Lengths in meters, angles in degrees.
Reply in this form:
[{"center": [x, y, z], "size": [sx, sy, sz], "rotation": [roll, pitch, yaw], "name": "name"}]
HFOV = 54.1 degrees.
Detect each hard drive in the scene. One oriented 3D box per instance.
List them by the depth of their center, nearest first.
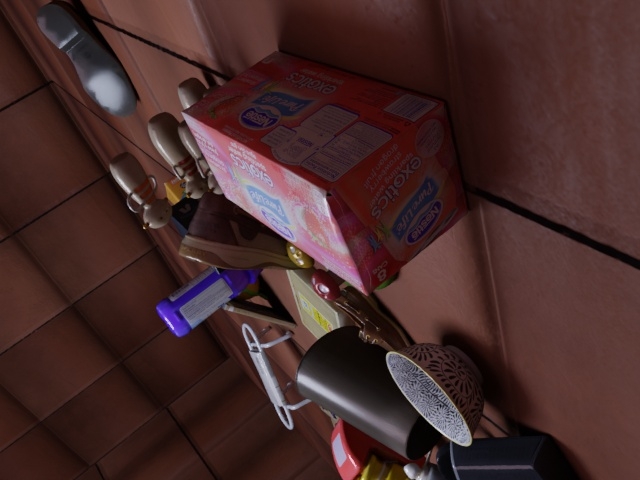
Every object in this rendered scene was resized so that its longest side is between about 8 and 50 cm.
[{"center": [0.303, 0.392, 0.901], "size": [0.172, 0.054, 0.254], "rotation": [-19, 109, 42], "name": "hard drive"}]

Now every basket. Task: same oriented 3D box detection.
[{"center": [0.103, 0.269, 1.105], "size": [0.227, 0.204, 0.154], "rotation": [27, 107, 40], "name": "basket"}]

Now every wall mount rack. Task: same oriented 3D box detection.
[{"center": [-0.131, 0.393, 1.944], "size": [0.350, 0.130, 0.304], "rotation": [68, 158, -3], "name": "wall mount rack"}]

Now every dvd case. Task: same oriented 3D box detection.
[{"center": [-0.194, 0.186, 1.725], "size": [0.221, 0.018, 0.164], "rotation": [20, -179, -31], "name": "dvd case"}]

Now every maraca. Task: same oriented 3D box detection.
[{"center": [-0.214, 0.117, 1.728], "size": [0.127, 0.099, 0.186], "rotation": [42, -174, 37], "name": "maraca"}]

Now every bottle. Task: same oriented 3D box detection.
[{"center": [-0.229, 0.099, 1.407], "size": [0.092, 0.283, 0.118], "rotation": [55, 162, -6], "name": "bottle"}]

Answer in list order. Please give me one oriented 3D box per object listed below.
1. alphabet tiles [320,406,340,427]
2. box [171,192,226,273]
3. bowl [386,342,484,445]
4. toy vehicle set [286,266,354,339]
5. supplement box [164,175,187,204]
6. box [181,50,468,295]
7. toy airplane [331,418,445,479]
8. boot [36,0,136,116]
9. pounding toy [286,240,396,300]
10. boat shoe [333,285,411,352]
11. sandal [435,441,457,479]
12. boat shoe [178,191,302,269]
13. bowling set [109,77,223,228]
[{"center": [0.062, 0.461, 1.728], "size": [0.342, 0.011, 0.285], "rotation": [18, 130, 60], "name": "alphabet tiles"}, {"center": [-0.198, -0.042, 1.269], "size": [0.158, 0.156, 0.093], "rotation": [38, 159, 39], "name": "box"}, {"center": [0.181, 0.205, 0.911], "size": [0.170, 0.080, 0.170], "rotation": [45, 161, 20], "name": "bowl"}, {"center": [0.007, 0.156, 1.332], "size": [0.166, 0.035, 0.267], "rotation": [42, 160, 30], "name": "toy vehicle set"}, {"center": [-0.300, -0.071, 1.601], "size": [0.233, 0.078, 0.080], "rotation": [46, 161, 20], "name": "supplement box"}, {"center": [-0.005, -0.089, 0.695], "size": [0.300, 0.154, 0.142], "rotation": [32, 153, 46], "name": "box"}, {"center": [0.191, 0.538, 1.198], "size": [0.384, 0.272, 0.386], "rotation": [-3, 107, 42], "name": "toy airplane"}, {"center": [-0.545, -0.444, 1.522], "size": [0.305, 0.112, 0.115], "rotation": [58, -168, -29], "name": "boot"}, {"center": [0.000, 0.000, 0.925], "size": [0.237, 0.110, 0.183], "rotation": [59, 161, -21], "name": "pounding toy"}, {"center": [0.091, 0.151, 1.067], "size": [0.178, 0.060, 0.064], "rotation": [50, 162, 7], "name": "boat shoe"}, {"center": [0.297, 0.415, 1.002], "size": [0.254, 0.097, 0.054], "rotation": [41, -170, 6], "name": "sandal"}, {"center": [-0.095, -0.024, 1.000], "size": [0.123, 0.123, 0.342], "rotation": [13, -176, 25], "name": "boat shoe"}, {"center": [-0.163, -0.138, 0.971], "size": [0.200, 0.287, 0.154], "rotation": [-3, 132, 30], "name": "bowling set"}]
